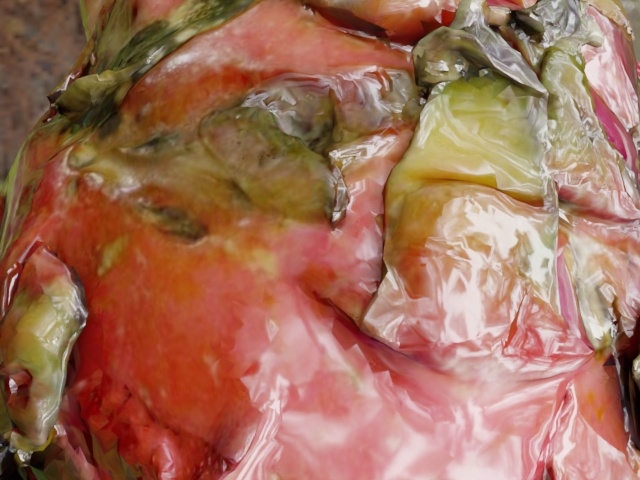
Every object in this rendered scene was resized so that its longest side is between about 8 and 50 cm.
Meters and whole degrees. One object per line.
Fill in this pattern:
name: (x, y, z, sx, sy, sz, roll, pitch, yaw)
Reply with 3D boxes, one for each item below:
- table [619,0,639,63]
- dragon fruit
table: (0.035, -0.060, 1.028, 0.317, 0.249, 0.317, -1, 92, -26)
dragon fruit: (0.000, 0.000, 0.637, 0.250, 0.269, 0.291, 56, 21, -59)
